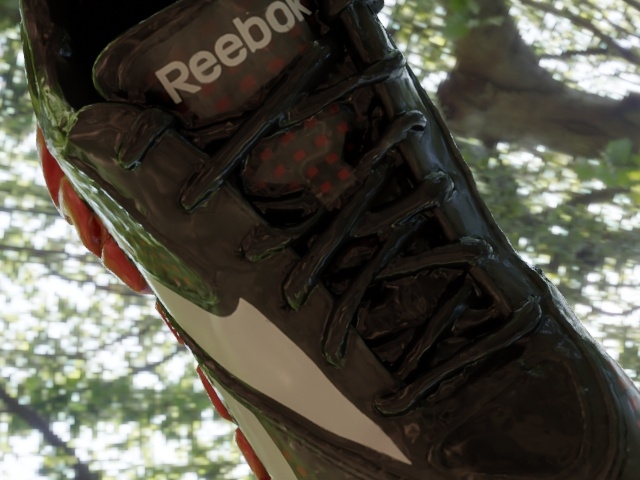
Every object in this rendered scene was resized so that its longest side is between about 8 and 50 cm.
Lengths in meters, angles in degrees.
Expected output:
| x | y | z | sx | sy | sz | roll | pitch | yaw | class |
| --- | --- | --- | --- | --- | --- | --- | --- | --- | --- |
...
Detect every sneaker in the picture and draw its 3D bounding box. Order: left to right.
| x | y | z | sx | sy | sz | roll | pitch | yaw | class |
| --- | --- | --- | --- | --- | --- | --- | --- | --- | --- |
| -0.001 | 0.000 | 0.378 | 0.097 | 0.135 | 0.276 | -35 | -119 | -15 | sneaker |
